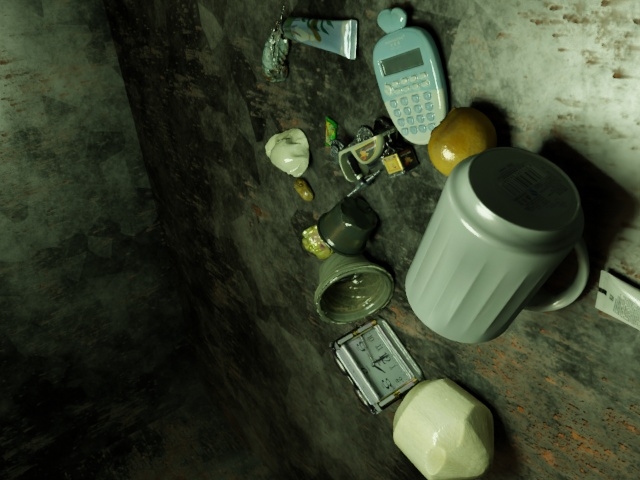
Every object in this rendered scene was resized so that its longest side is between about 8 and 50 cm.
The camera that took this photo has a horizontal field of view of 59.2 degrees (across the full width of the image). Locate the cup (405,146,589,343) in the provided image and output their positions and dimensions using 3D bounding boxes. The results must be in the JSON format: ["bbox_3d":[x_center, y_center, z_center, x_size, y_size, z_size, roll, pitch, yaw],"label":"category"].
[{"bbox_3d":[0.350,0.023,1.045,0.323,0.237,0.327,14,140,0],"label":"cup"}]

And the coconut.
[{"bbox_3d":[0.327,0.493,1.438,0.266,0.237,0.237,43,143,42],"label":"coconut"}]

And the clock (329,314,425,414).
[{"bbox_3d":[0.161,0.360,1.652,0.253,0.186,0.083,56,154,19],"label":"clock"}]

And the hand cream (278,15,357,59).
[{"bbox_3d":[-0.006,-0.529,1.432,0.271,0.058,0.091,30,128,40],"label":"hand cream"}]

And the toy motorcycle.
[{"bbox_3d":[0.116,-0.211,1.421,0.263,0.091,0.157,-14,103,57],"label":"toy motorcycle"}]

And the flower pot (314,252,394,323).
[{"bbox_3d":[0.082,0.117,1.615,0.140,0.235,0.235,-111,20,-47],"label":"flower pot"}]

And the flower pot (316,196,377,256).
[{"bbox_3d":[0.083,-0.045,1.543,0.157,0.157,0.107,56,136,17],"label":"flower pot"}]

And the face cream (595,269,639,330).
[{"bbox_3d":[0.583,0.140,0.963,0.244,0.058,0.092,38,146,48],"label":"face cream"}]

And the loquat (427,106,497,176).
[{"bbox_3d":[0.285,-0.193,1.125,0.141,0.141,0.141,37,139,41],"label":"loquat"}]

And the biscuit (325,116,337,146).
[{"bbox_3d":[0.029,-0.296,1.570,0.046,0.016,0.089,40,141,38],"label":"biscuit"}]

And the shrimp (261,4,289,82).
[{"bbox_3d":[-0.120,-0.542,1.575,0.233,0.079,0.090,105,171,-46],"label":"shrimp"}]

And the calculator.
[{"bbox_3d":[0.195,-0.359,1.239,0.188,0.042,0.302,7,116,57],"label":"calculator"}]

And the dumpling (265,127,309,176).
[{"bbox_3d":[-0.088,-0.275,1.714,0.134,0.100,0.169,-58,31,12],"label":"dumpling"}]

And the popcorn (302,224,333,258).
[{"bbox_3d":[0.001,0.002,1.761,0.097,0.089,0.109,-43,81,22],"label":"popcorn"}]

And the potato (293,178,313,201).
[{"bbox_3d":[-0.052,-0.159,1.770,0.083,0.040,0.051,52,171,13],"label":"potato"}]
